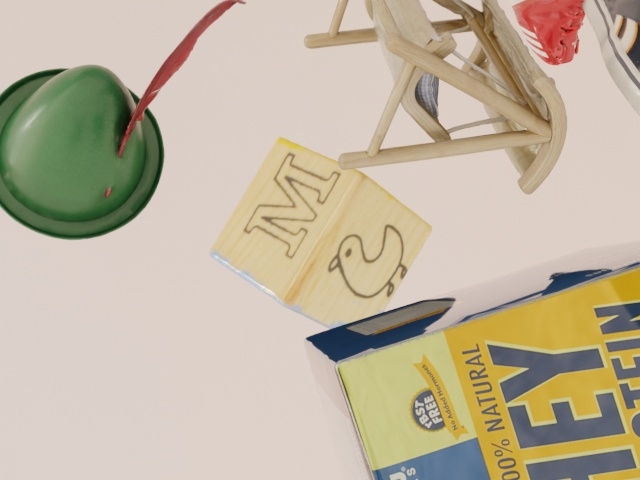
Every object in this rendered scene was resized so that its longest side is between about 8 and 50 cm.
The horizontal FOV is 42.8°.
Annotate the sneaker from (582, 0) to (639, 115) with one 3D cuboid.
[{"bbox_3d":[0.387,-0.226,0.900,0.126,0.321,0.127,26,-51,-25],"label":"sneaker"}]

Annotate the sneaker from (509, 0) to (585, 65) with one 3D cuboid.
[{"bbox_3d":[0.358,-0.318,1.125,0.087,0.221,0.128,-30,-76,-18],"label":"sneaker"}]

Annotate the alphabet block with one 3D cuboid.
[{"bbox_3d":[0.000,0.000,1.141,0.192,0.193,0.197,31,-92,-48],"label":"alphabet block"}]

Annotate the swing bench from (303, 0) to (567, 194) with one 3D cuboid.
[{"bbox_3d":[0.138,-0.207,0.943,0.255,0.253,0.165,5,-47,-20],"label":"swing bench"}]

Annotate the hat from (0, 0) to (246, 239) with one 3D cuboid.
[{"bbox_3d":[-0.202,-0.123,0.725,0.173,0.183,0.208,23,-115,-15],"label":"hat"}]

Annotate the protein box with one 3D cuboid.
[{"bbox_3d":[0.109,0.089,0.421,0.200,0.201,0.136,-17,-92,-6],"label":"protein box"}]
